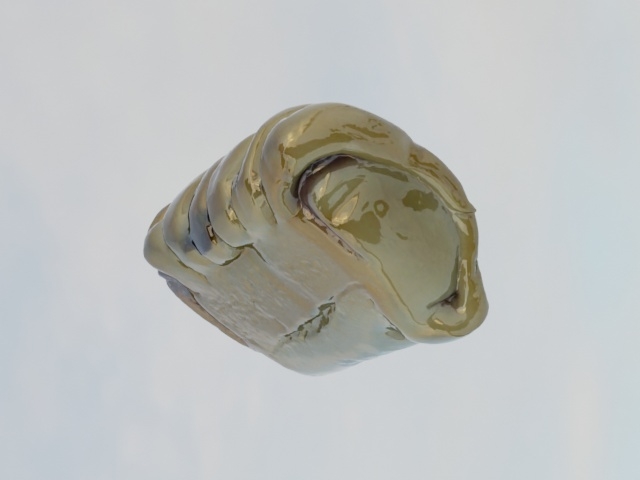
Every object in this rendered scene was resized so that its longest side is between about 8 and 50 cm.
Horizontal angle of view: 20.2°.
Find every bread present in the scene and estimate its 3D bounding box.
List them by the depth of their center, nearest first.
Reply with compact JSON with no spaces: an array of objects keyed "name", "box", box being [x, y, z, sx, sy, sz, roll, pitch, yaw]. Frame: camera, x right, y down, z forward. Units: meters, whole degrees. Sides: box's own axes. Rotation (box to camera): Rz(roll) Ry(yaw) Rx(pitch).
[{"name":"bread","box":[0.000,0.000,0.878,0.134,0.225,0.081,41,-117,-12]}]
